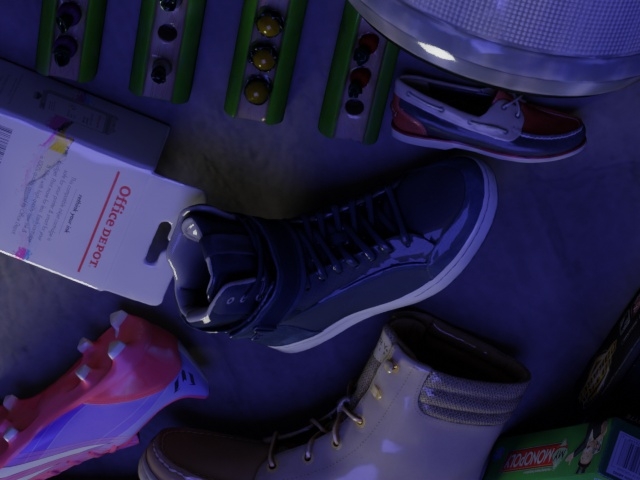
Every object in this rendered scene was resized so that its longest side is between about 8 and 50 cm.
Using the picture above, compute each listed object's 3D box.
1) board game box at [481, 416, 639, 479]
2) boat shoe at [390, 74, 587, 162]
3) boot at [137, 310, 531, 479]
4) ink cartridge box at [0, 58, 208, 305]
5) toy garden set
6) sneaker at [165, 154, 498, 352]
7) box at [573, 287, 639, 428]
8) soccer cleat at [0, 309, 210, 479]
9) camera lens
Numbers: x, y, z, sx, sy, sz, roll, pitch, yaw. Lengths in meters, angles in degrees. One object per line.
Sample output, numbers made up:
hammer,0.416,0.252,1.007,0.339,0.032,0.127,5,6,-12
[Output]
board game box,0.300,0.223,1.379,0.317,0.046,0.213,26,163,-11
boat shoe,0.115,-0.085,1.266,0.137,0.049,0.043,8,122,6
boot,0.009,0.139,1.393,0.262,0.095,0.203,17,120,-5
ink cartridge box,-0.183,-0.043,1.312,0.198,0.067,0.115,22,123,-8
toy garden set,-0.062,-0.169,1.224,0.244,0.049,0.204,12,124,-2
sneaker,0.000,0.002,1.272,0.226,0.086,0.163,-34,149,25
box,0.377,0.077,1.334,0.295,0.073,0.293,23,122,-9
soccer cleat,-0.197,0.148,1.438,0.248,0.083,0.095,-38,118,23
camera lens,0.135,-0.236,1.055,0.219,0.219,0.274,14,124,-4
